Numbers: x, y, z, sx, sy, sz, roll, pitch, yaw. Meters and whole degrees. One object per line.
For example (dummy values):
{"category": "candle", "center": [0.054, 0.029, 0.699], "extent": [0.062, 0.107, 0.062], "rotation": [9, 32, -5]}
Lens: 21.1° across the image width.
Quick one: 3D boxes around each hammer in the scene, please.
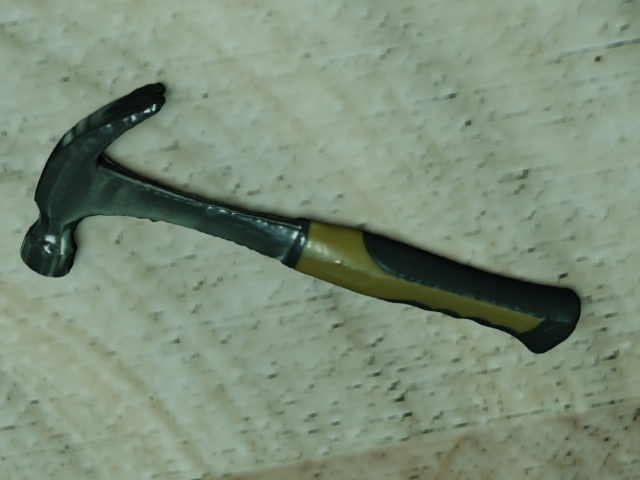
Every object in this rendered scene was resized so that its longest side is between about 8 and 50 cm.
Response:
{"category": "hammer", "center": [0.000, 0.000, 0.609], "extent": [0.201, 0.021, 0.078], "rotation": [15, 119, -13]}
